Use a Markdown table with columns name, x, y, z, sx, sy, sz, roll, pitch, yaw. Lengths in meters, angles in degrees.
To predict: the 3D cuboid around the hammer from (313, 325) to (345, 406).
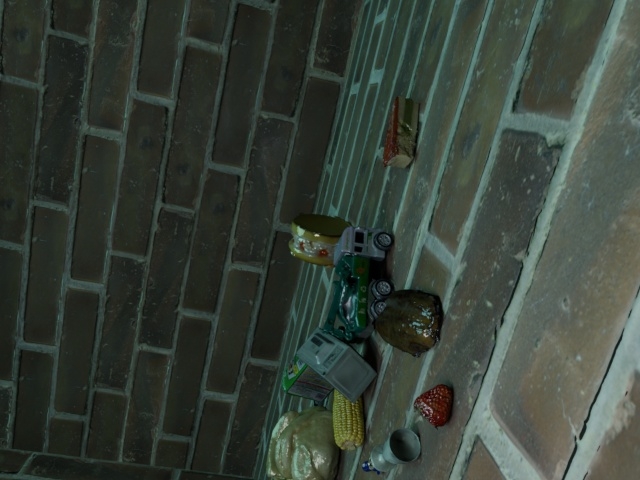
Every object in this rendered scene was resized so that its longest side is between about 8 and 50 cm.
| name | x | y | z | sx | sy | sz | roll | pitch | yaw |
| --- | --- | --- | --- | --- | --- | --- | --- | --- | --- |
| hammer | 0.036 | 0.530 | 1.970 | 0.152 | 0.044 | 0.427 | -104 | 28 | -71 |

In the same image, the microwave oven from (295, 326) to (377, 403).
| name | x | y | z | sx | sy | sz | roll | pitch | yaw |
| --- | --- | --- | --- | --- | --- | --- | --- | --- | --- |
| microwave oven | 0.045 | 0.364 | 1.517 | 0.122 | 0.162 | 0.208 | -48 | 24 | -13 |

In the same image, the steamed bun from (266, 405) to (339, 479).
| name | x | y | z | sx | sy | sz | roll | pitch | yaw |
| --- | --- | --- | --- | --- | --- | --- | --- | --- | --- |
| steamed bun | -0.066 | 0.763 | 1.745 | 0.325 | 0.230 | 0.373 | -120 | 44 | -71 |

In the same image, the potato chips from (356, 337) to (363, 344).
| name | x | y | z | sx | sy | sz | roll | pitch | yaw |
| --- | --- | --- | --- | --- | --- | --- | --- | --- | --- |
| potato chips | 0.124 | 0.237 | 1.658 | 0.142 | 0.026 | 0.209 | 44 | -140 | -64 |

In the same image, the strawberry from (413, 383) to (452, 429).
| name | x | y | z | sx | sy | sz | roll | pitch | yaw |
| --- | --- | --- | --- | --- | --- | --- | --- | --- | --- |
| strawberry | 0.229 | 0.324 | 1.000 | 0.083 | 0.073 | 0.073 | -43 | 5 | -8 |

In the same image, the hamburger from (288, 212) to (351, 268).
| name | x | y | z | sx | sy | sz | roll | pitch | yaw |
| --- | --- | --- | --- | --- | --- | --- | --- | --- | --- |
| hamburger | 0.000 | 0.000 | 2.195 | 0.303 | 0.260 | 0.187 | -56 | -21 | -64 |

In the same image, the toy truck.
| name | x | y | z | sx | sy | sz | roll | pitch | yaw |
| --- | --- | --- | --- | --- | --- | --- | --- | --- | --- |
| toy truck | 0.117 | 0.130 | 1.539 | 0.176 | 0.177 | 0.364 | 118 | 164 | -60 |

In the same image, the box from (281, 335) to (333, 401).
| name | x | y | z | sx | sy | sz | roll | pitch | yaw |
| --- | --- | --- | --- | --- | --- | --- | --- | --- | --- |
| box | -0.018 | 0.468 | 1.831 | 0.250 | 0.180 | 0.103 | -56 | 22 | 33 |

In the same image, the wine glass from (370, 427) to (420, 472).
| name | x | y | z | sx | sy | sz | roll | pitch | yaw |
| --- | --- | --- | --- | --- | --- | --- | --- | --- | --- |
| wine glass | 0.166 | 0.476 | 1.149 | 0.155 | 0.073 | 0.073 | 111 | 167 | -57 |

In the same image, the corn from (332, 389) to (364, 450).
| name | x | y | z | sx | sy | sz | roll | pitch | yaw |
| --- | --- | --- | --- | --- | --- | --- | --- | --- | --- |
| corn | 0.083 | 0.508 | 1.534 | 0.244 | 0.093 | 0.093 | -90 | 14 | -50 |

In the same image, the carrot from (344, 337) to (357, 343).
| name | x | y | z | sx | sy | sz | roll | pitch | yaw |
| --- | --- | --- | --- | --- | --- | --- | --- | --- | --- |
| carrot | 0.101 | 0.317 | 1.647 | 0.191 | 0.047 | 0.047 | 39 | -119 | -78 |

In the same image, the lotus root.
| name | x | y | z | sx | sy | sz | roll | pitch | yaw |
| --- | --- | --- | --- | --- | --- | --- | --- | --- | --- |
| lotus root | 0.201 | 0.196 | 1.247 | 0.329 | 0.078 | 0.167 | 146 | 133 | -77 |

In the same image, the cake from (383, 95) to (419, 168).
| name | x | y | z | sx | sy | sz | roll | pitch | yaw |
| --- | --- | --- | --- | --- | --- | --- | --- | --- | --- |
| cake | 0.244 | -0.320 | 1.569 | 0.117 | 0.086 | 0.221 | 125 | 154 | -63 |

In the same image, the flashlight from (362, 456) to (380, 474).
| name | x | y | z | sx | sy | sz | roll | pitch | yaw |
| --- | --- | --- | --- | --- | --- | --- | --- | --- | --- |
| flashlight | 0.132 | 0.585 | 1.324 | 0.121 | 0.035 | 0.057 | 117 | 161 | -58 |
